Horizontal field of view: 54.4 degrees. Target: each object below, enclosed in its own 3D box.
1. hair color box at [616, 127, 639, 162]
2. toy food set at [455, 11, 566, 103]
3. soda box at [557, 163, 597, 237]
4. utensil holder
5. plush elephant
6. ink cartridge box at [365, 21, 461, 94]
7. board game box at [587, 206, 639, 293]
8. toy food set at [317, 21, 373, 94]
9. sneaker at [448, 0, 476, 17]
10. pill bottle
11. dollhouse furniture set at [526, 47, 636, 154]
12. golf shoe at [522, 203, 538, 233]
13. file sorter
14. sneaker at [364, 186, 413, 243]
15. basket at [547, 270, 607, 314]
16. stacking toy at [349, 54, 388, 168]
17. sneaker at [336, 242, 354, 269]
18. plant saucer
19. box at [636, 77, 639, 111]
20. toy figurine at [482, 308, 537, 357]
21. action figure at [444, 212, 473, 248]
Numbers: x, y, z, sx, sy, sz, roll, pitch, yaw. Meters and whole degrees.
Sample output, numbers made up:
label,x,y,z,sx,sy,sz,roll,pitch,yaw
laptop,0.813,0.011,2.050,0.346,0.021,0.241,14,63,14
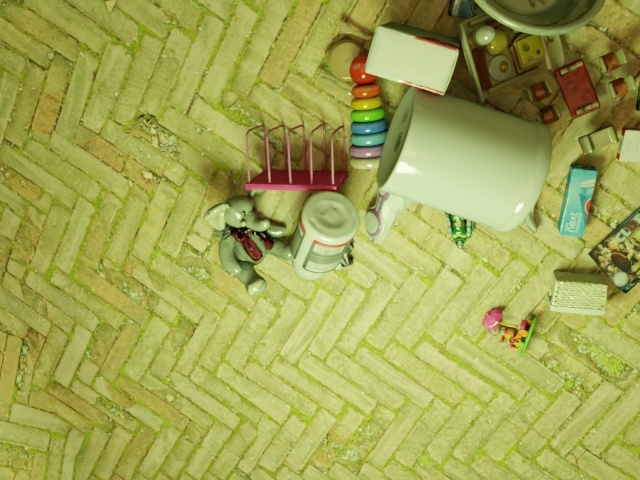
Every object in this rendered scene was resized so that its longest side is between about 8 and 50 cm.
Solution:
label,x,y,z,sx,sy,sz,roll,pitch,yaw
hair color box,0.950,-0.270,1.789,0.167,0.053,0.093,8,110,12
toy food set,0.526,-0.534,1.707,0.305,0.092,0.220,-26,106,-15
soda box,0.773,-0.120,1.881,0.071,0.067,0.210,8,112,11
utensil holder,0.387,-0.228,1.748,0.385,0.328,0.328,16,114,-7
plush elephant,-0.238,-0.039,2.052,0.330,0.271,0.256,34,143,25
ink cartridge box,0.265,-0.513,1.728,0.225,0.306,0.131,18,113,8
board game box,0.938,0.015,1.843,0.042,0.165,0.243,21,120,-36
toy food set,0.080,-0.555,1.911,0.132,0.038,0.192,23,109,-3
sneaker,0.423,-0.729,1.741,0.081,0.080,0.211,14,123,1
pill bottle,0.000,0.000,1.947,0.176,0.176,0.319,28,148,2
dollhouse furniture set,0.752,-0.382,1.777,0.261,0.135,0.259,-21,93,20
golf shoe,0.642,-0.105,1.922,0.086,0.069,0.176,-29,102,16
file sorter,-0.073,-0.268,1.962,0.290,0.202,0.183,2,109,13
sneaker,0.237,-0.105,1.990,0.152,0.114,0.305,-7,138,-26
basket,0.807,0.163,1.956,0.167,0.113,0.103,5,107,12
stacking toy,0.142,-0.390,1.890,0.141,0.141,0.331,-2,111,14
sneaker,0.074,0.009,2.111,0.077,0.072,0.178,-8,115,2
plant saucer,0.545,-0.691,1.635,0.399,0.100,0.401,2,74,-6
box,0.986,-0.449,1.718,0.190,0.045,0.184,3,113,12
toy figurine,0.616,0.295,2.070,0.159,0.130,0.173,21,139,20
action figure,0.439,-0.084,1.980,0.137,0.063,0.233,-1,108,23
